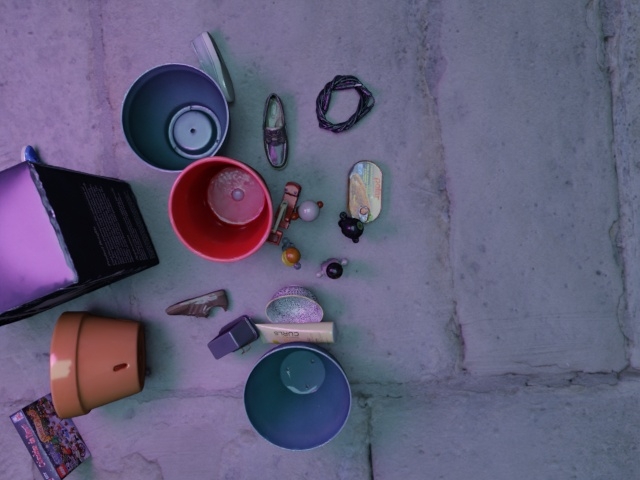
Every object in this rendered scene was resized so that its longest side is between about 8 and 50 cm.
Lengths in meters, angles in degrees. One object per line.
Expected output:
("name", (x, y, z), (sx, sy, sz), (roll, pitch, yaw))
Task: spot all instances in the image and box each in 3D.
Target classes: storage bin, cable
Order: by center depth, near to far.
("storage bin", (-0.258, 0.296, 1.359), (0.135, 0.091, 0.098), (-32, 90, 30))
("cable", (0.060, -0.409, 1.388), (0.184, 0.047, 0.151), (-41, 89, 2))

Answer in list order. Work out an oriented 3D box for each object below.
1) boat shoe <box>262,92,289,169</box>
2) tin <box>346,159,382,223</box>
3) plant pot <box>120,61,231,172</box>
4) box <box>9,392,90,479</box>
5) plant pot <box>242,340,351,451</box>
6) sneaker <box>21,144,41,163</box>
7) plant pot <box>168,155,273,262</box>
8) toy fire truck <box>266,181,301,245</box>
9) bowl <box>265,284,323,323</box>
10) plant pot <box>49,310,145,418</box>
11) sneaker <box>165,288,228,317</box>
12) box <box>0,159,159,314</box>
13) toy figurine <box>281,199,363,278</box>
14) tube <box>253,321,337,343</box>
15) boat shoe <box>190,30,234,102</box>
("boat shoe", (-0.139, -0.326, 1.382), (0.080, 0.073, 0.224), (-3, 90, 2))
("tin", (0.132, -0.144, 1.394), (0.106, 0.040, 0.190), (3, 91, 6))
("plant pot", (-0.386, -0.329, 1.329), (0.292, 0.196, 0.293), (0, 91, 2))
("box", (-0.792, 0.579, 1.370), (0.044, 0.159, 0.233), (-29, 90, 2))
("plant pot", (-0.059, 0.409, 1.320), (0.290, 0.195, 0.291), (0, 96, 2))
("sneaker", (-0.849, -0.218, 1.413), (0.084, 0.058, 0.152), (-8, 95, 8))
("plant pot", (-0.250, -0.105, 1.284), (0.274, 0.243, 0.275), (0, 106, 1))
("toy fire truck", (-0.108, -0.083, 1.352), (0.047, 0.135, 0.192), (19, 91, 2))
("bowl", (-0.075, 0.183, 1.367), (0.170, 0.170, 0.080), (1, 47, 2))
("plant pot", (-0.614, 0.341, 1.318), (0.203, 0.291, 0.291), (-2, 90, -14))
("sneaker", (-0.372, 0.207, 1.399), (0.188, 0.066, 0.071), (-18, 91, 3))
("box", (-0.767, 0.036, 1.209), (0.479, 0.472, 0.298), (-22, 90, 3))
("toy figurine", (0.000, 0.000, 1.329), (0.213, 0.148, 0.210), (23, 91, -10))
("tube", (-0.072, 0.274, 1.365), (0.240, 0.062, 0.070), (-4, 89, 16))
("boat shoe", (-0.328, -0.510, 1.392), (0.081, 0.079, 0.228), (-22, 85, 11))
